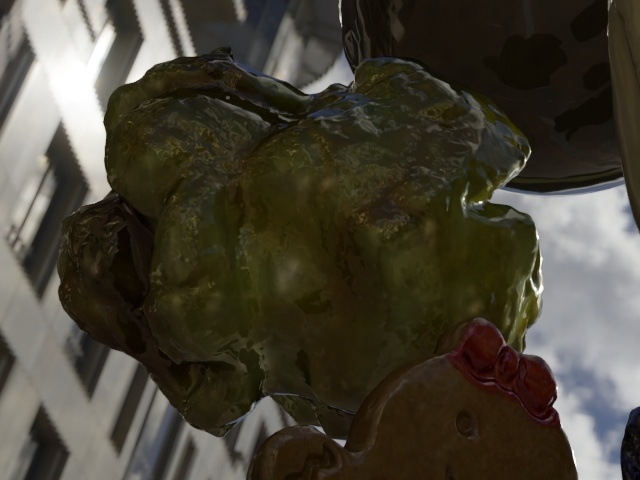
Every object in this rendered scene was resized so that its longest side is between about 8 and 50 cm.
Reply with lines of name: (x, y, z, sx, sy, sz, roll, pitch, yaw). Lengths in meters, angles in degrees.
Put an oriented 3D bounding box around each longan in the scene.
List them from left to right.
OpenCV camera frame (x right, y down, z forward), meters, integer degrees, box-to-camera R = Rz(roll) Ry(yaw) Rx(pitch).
longan: (0.186, -0.209, 1.224, 0.360, 0.361, 0.361, 13, -31, 8)

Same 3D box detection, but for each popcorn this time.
popcorn: (-0.003, 0.004, 0.843, 0.276, 0.226, 0.276, -5, -17, -2)

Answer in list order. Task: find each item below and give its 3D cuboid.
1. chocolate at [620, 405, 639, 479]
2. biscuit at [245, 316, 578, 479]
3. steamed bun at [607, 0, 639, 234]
chocolate: (0.241, 0.183, 0.994, 0.126, 0.343, 0.148, 23, -12, -2)
biscuit: (0.041, 0.135, 0.627, 0.036, 0.225, 0.166, -16, -72, 56)
steamed bun: (0.260, -0.061, 0.371, 0.247, 0.339, 0.352, 4, -49, -30)
